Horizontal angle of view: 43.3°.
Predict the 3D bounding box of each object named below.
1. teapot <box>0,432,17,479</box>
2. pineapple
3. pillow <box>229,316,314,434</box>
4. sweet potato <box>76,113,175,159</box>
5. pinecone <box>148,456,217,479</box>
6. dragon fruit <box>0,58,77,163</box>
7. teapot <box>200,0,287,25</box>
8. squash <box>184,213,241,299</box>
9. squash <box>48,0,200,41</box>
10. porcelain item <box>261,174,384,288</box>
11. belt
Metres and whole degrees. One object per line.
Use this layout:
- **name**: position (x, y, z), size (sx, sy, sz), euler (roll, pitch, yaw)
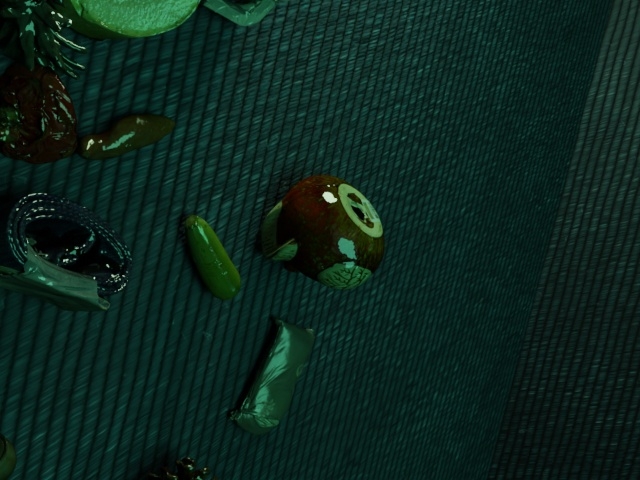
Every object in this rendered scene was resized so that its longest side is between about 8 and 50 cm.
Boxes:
- **teapot**: position (-0.489, 0.339, 1.173), size (0.085, 0.110, 0.080), euler (-12, 141, -3)
- **pineapple**: position (-0.378, -0.355, 0.999), size (0.169, 0.169, 0.340), euler (-44, 144, -34)
- **pillow**: position (-0.092, 0.294, 1.722), size (0.169, 0.059, 0.255), euler (34, 77, -51)
- **sweet potato**: position (-0.298, -0.165, 1.252), size (0.202, 0.055, 0.058), euler (-29, 127, -45)
- **pinecone**: position (-0.268, 0.500, 1.487), size (0.179, 0.150, 0.195), euler (38, 73, -53)
- **dragon fruit**: position (-0.393, -0.162, 1.107), size (0.106, 0.083, 0.162), euler (-34, 132, -38)
- **teapot**: position (-0.090, -0.455, 1.326), size (0.178, 0.163, 0.221), euler (35, 75, -61)
- **squash**: position (-0.197, 0.033, 1.462), size (0.066, 0.066, 0.201), euler (-49, 138, -30)
- **squash**: position (-0.284, -0.387, 1.127), size (0.220, 0.133, 0.220), euler (-20, 119, -42)
- **porcelain item**: position (0.000, 0.000, 1.629), size (0.253, 0.253, 0.253), euler (-26, 124, -46)
- **belt**: position (-0.389, 0.021, 1.151), size (0.230, 0.126, 0.139), euler (32, 54, -53)
